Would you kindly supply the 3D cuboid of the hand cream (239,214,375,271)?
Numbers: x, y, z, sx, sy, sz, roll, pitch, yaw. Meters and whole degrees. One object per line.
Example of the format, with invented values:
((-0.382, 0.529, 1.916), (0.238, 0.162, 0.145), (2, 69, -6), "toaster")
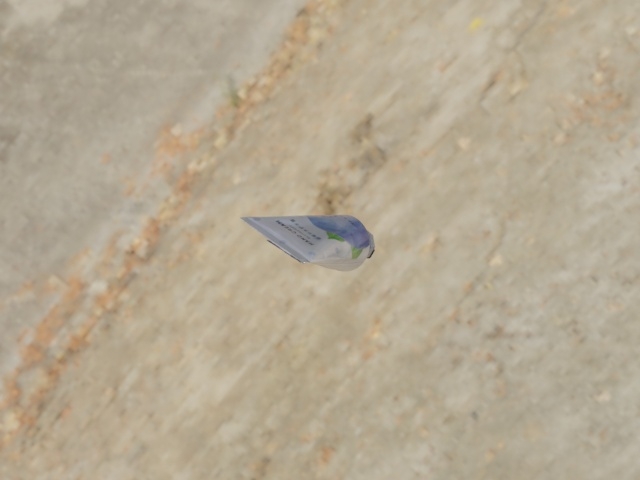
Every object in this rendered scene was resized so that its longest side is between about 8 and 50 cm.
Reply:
((0.000, 0.000, 1.178), (0.084, 0.142, 0.053), (33, 105, 33), "hand cream")
